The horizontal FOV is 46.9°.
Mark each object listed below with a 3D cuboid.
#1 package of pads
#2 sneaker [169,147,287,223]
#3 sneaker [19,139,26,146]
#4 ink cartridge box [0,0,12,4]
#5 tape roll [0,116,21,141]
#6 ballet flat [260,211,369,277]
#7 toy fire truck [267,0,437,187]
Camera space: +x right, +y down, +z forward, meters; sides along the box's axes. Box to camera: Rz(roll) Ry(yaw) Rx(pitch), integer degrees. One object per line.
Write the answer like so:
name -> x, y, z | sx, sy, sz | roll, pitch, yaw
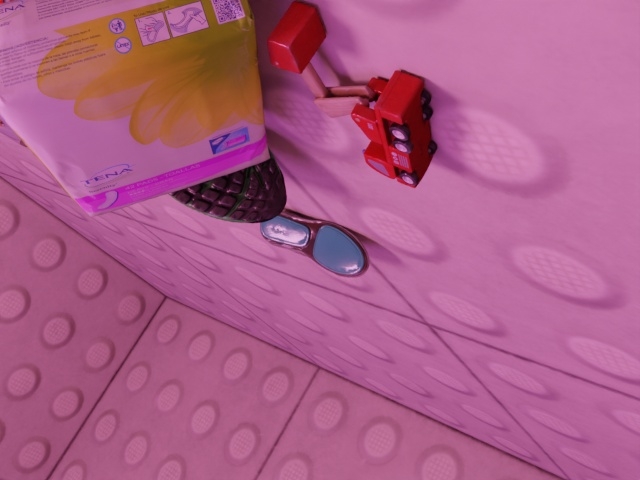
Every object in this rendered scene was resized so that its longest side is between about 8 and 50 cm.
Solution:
package of pads -> -0.176, -0.138, 0.722 | 0.296, 0.229, 0.101 | 95, 156, -72
sneaker -> -0.174, -0.118, 1.016 | 0.344, 0.134, 0.146 | 30, 176, 30
sneaker -> -0.452, -0.228, 1.146 | 0.087, 0.130, 0.227 | 15, 156, 40
ink cartridge box -> -0.383, -0.279, 1.013 | 0.179, 0.045, 0.145 | 31, 164, -8
tape roll -> -0.646, -0.284, 1.440 | 0.219, 0.072, 0.219 | 28, 164, 9
ballet flat -> 0.000, 0.000, 1.159 | 0.213, 0.072, 0.068 | 22, -170, 31
toy fire truck -> 0.035, -0.128, 0.691 | 0.135, 0.047, 0.192 | 25, 165, 21
